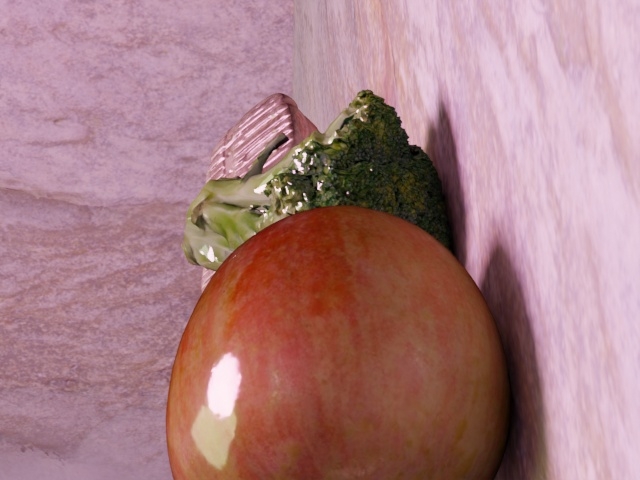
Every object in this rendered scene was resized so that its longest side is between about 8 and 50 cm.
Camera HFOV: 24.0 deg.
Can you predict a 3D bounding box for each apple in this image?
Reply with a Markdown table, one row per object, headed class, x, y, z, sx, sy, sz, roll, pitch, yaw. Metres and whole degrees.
| class | x | y | z | sx | sy | sz | roll | pitch | yaw |
| --- | --- | --- | --- | --- | --- | --- | --- | --- | --- |
| apple | 0.007 | 0.106 | 1.082 | 0.257 | 0.257 | 0.234 | 97 | 160 | -61 |

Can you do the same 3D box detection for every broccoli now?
| class | x | y | z | sx | sy | sz | roll | pitch | yaw |
| --- | --- | --- | --- | --- | --- | --- | --- | --- | --- |
| broccoli | 0.000 | 0.000 | 1.316 | 0.269 | 0.242 | 0.261 | -45 | -34 | -48 |

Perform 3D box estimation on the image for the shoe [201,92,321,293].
| class | x | y | z | sx | sy | sz | roll | pitch | yaw |
| --- | --- | --- | --- | --- | --- | --- | --- | --- | --- |
| shoe | -0.001 | 0.010 | 1.615 | 0.172 | 0.198 | 0.351 | -33 | 42 | 31 |
